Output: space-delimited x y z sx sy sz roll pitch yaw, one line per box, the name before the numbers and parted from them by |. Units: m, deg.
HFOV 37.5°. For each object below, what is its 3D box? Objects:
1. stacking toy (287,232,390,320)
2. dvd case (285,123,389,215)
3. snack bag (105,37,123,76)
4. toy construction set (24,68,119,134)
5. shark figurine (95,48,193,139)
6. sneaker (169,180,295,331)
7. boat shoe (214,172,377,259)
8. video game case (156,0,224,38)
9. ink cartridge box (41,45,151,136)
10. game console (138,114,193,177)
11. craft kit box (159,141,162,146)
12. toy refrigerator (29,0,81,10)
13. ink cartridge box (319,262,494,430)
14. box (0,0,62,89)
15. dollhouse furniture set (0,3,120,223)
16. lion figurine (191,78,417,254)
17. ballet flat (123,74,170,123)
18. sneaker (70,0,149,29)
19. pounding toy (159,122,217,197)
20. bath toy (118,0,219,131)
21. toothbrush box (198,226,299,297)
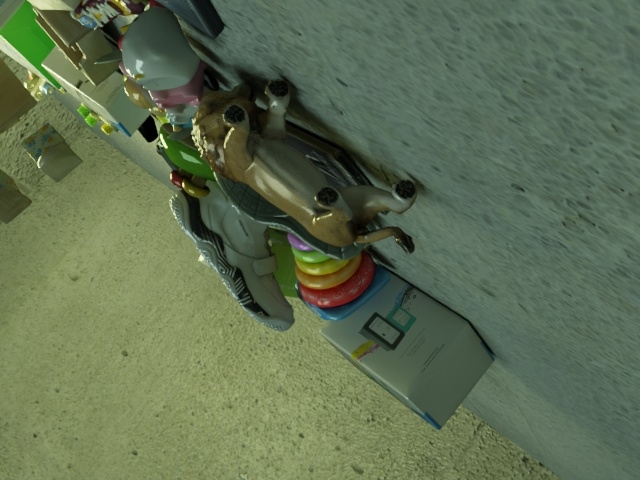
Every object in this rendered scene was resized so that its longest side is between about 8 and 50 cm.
stacking toy | 0.000 0.000 1.857 0.175 0.165 0.302 37 159 45
dvd case | 0.000 -0.125 1.484 0.221 0.018 0.164 31 170 44
snack bag | -0.445 -0.373 2.099 0.323 0.037 0.342 37 172 15
toy construction set | -0.656 -0.414 2.517 0.327 0.151 0.215 25 169 19
shark figurine | -0.257 -0.244 1.672 0.278 0.116 0.166 41 171 -31
sneaker | -0.124 0.001 1.927 0.366 0.210 0.137 52 -173 -6
boat shoe | -0.047 -0.076 1.652 0.320 0.118 0.103 30 -162 15
video game case | -0.255 -0.376 1.195 0.274 0.026 0.196 37 173 22
ink cartridge box | -0.484 -0.334 2.049 0.203 0.086 0.148 35 172 19
game console | -0.397 -0.236 2.389 0.361 0.044 0.213 53 172 -2
craft kit box | -0.227 -0.146 2.238 0.250 0.061 0.246 34 175 34
toy refrigerator | -0.432 -0.430 1.480 0.102 0.094 0.269 35 176 -29
ink cartridge box | 0.181 0.220 1.977 0.270 0.197 0.198 34 170 39
box | -0.723 -0.518 2.247 0.231 0.127 0.262 33 172 25
dollhouse furniture set | -0.597 -0.302 1.773 0.362 0.394 0.256 49 174 7
lion figurine | -0.034 -0.087 1.329 0.392 0.142 0.240 47 159 9
ballet flat | -0.295 -0.270 1.862 0.231 0.077 0.077 42 159 -7
sneaker | -0.324 -0.354 1.429 0.069 0.084 0.185 43 172 -31
pounding toy | -0.213 -0.126 1.793 0.236 0.110 0.183 26 -167 0
bath toy | -0.239 -0.265 1.447 0.151 0.129 0.348 -5 174 -2
toothbrush box | -0.103 0.045 2.178 0.206 0.122 0.283 25 -174 40
